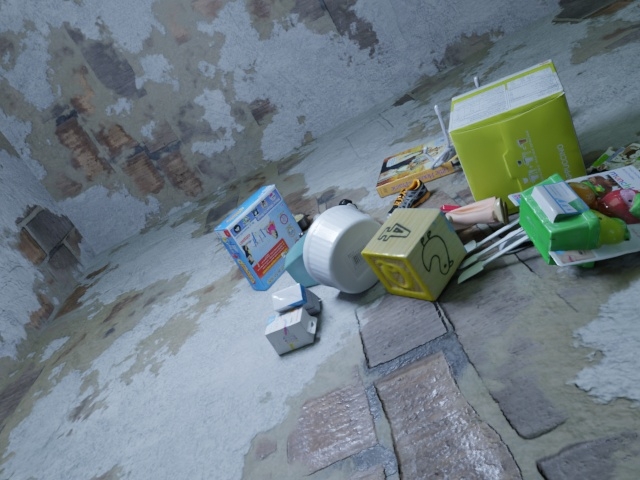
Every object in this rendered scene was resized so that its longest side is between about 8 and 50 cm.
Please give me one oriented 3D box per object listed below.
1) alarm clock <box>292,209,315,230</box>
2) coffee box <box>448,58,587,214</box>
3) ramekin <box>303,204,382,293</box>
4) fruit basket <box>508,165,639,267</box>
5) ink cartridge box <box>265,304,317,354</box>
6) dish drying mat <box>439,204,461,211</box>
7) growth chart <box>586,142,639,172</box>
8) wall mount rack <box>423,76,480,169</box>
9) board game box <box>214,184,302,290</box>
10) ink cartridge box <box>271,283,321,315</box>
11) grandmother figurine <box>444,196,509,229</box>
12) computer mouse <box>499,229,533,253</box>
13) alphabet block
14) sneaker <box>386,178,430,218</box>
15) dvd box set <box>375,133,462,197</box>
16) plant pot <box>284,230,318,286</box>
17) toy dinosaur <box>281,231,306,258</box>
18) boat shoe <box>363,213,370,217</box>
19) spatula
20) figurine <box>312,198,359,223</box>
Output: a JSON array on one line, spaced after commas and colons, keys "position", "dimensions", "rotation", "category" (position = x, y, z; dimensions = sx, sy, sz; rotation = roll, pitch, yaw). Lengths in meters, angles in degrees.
[{"position": [-0.100, -0.083, 2.443], "dimensions": [0.192, 0.064, 0.129], "rotation": [-36, 23, -8], "category": "alarm clock"}, {"position": [0.631, -0.320, 1.727], "dimensions": [0.338, 0.338, 0.334], "rotation": [-17, 26, 25], "category": "coffee box"}, {"position": [0.095, 0.036, 1.725], "dimensions": [0.277, 0.277, 0.135], "rotation": [-38, 32, -19], "category": "ramekin"}, {"position": [0.702, -0.080, 1.353], "dimensions": [0.352, 0.166, 0.327], "rotation": [-17, 38, 6], "category": "fruit basket"}, {"position": [-0.084, 0.274, 1.664], "dimensions": [0.143, 0.090, 0.092], "rotation": [-24, 24, 15], "category": "ink cartridge box"}, {"position": [0.464, -0.116, 1.925], "dimensions": [0.032, 0.008, 0.083], "rotation": [-39, 25, -23], "category": "dish drying mat"}, {"position": [0.955, -0.254, 1.621], "dimensions": [0.172, 0.021, 0.237], "rotation": [-41, 26, -28], "category": "growth chart"}, {"position": [0.522, -0.437, 2.047], "dimensions": [0.350, 0.130, 0.304], "rotation": [-38, -16, -15], "category": "wall mount rack"}, {"position": [-0.224, -0.013, 2.143], "dimensions": [0.086, 0.302, 0.308], "rotation": [-5, 33, 45], "category": "board game box"}, {"position": [-0.069, 0.208, 1.745], "dimensions": [0.104, 0.180, 0.060], "rotation": [-23, 60, 16], "category": "ink cartridge box"}, {"position": [0.407, -0.063, 1.690], "dimensions": [0.342, 0.207, 0.104], "rotation": [-9, 71, 28], "category": "grandmother figurine"}, {"position": [0.599, -0.018, 1.525], "dimensions": [0.192, 0.042, 0.106], "rotation": [-24, 25, 14], "category": "computer mouse"}, {"position": [0.275, 0.037, 1.576], "dimensions": [0.193, 0.192, 0.197], "rotation": [2, 47, 54], "category": "alphabet block"}, {"position": [0.327, -0.156, 2.071], "dimensions": [0.215, 0.083, 0.084], "rotation": [-41, 27, -22], "category": "sneaker"}, {"position": [0.457, -0.341, 2.324], "dimensions": [0.420, 0.062, 0.308], "rotation": [-18, 26, 26], "category": "dvd box set"}, {"position": [-0.006, 0.053, 1.944], "dimensions": [0.234, 0.165, 0.166], "rotation": [-31, 22, 17], "category": "plant pot"}, {"position": [0.000, 0.000, 2.101], "dimensions": [0.313, 0.121, 0.160], "rotation": [-32, 30, 9], "category": "toy dinosaur"}, {"position": [0.163, -0.059, 2.062], "dimensions": [0.088, 0.096, 0.267], "rotation": [-43, 18, -19], "category": "boat shoe"}, {"position": [0.489, 0.018, 1.546], "dimensions": [0.242, 0.019, 0.168], "rotation": [-37, 14, 25], "category": "spatula"}, {"position": [0.056, -0.100, 2.288], "dimensions": [0.214, 0.092, 0.209], "rotation": [-29, 15, 4], "category": "figurine"}]
